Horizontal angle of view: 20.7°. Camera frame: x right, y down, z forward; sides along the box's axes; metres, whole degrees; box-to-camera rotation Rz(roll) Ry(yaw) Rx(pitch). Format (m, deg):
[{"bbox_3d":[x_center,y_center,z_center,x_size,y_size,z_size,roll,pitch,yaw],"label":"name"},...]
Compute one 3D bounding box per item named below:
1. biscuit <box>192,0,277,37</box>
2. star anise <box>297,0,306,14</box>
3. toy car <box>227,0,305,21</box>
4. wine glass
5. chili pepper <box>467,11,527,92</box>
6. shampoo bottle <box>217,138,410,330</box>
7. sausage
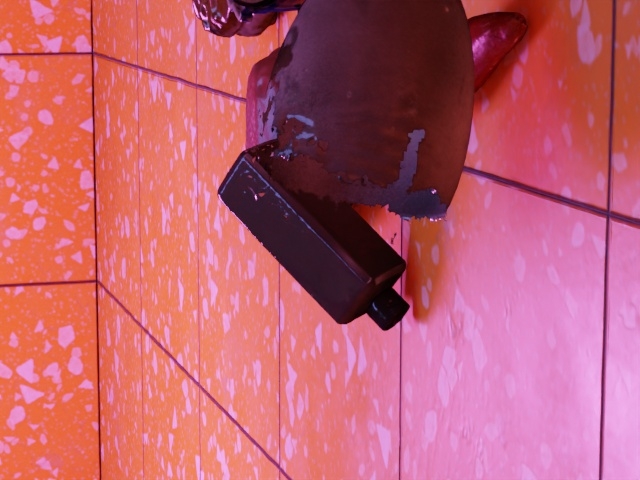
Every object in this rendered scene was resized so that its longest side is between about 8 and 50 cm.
[{"bbox_3d":[-0.115,-0.432,2.352,0.332,0.103,0.332,178,90,-72],"label":"biscuit"},{"bbox_3d":[0.011,-0.281,1.943,0.057,0.168,0.168,-14,76,33],"label":"star anise"},{"bbox_3d":[-0.043,-0.381,2.021,0.172,0.158,0.235,-112,27,-46],"label":"toy car"},{"bbox_3d":[0.059,-0.188,1.541,0.190,0.190,0.357,174,111,-73],"label":"wine glass"},{"bbox_3d":[0.124,-0.158,1.660,0.272,0.063,0.071,-39,55,55],"label":"chili pepper"},{"bbox_3d":[0.000,0.000,1.914,0.246,0.080,0.079,46,127,15],"label":"shampoo bottle"},{"bbox_3d":[-0.018,-0.114,2.027,0.148,0.148,0.254,-146,57,-70],"label":"sausage"}]
